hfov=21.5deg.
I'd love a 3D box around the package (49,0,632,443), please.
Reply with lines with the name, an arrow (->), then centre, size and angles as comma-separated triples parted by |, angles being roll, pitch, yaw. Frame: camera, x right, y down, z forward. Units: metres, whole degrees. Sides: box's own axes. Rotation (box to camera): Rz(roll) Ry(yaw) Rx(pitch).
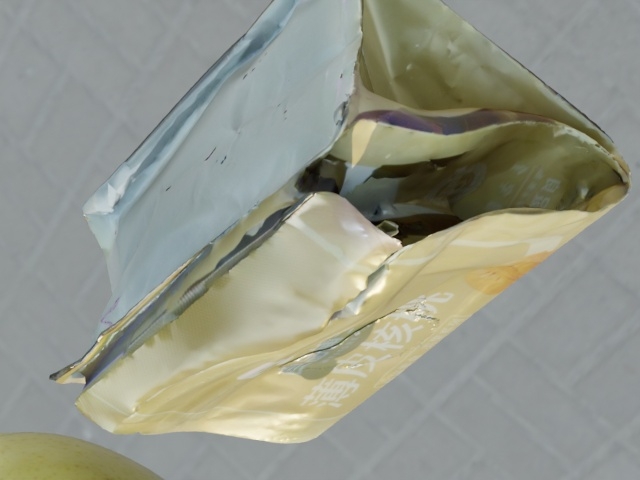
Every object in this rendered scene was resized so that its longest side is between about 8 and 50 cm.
package -> -0.014, 0.019, 0.948 | 0.221, 0.165, 0.311 | 38, 135, -12

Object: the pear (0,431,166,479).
pear -> -0.231, 0.301, 1.367 | 0.309, 0.309, 0.309 | 18, 128, 25
